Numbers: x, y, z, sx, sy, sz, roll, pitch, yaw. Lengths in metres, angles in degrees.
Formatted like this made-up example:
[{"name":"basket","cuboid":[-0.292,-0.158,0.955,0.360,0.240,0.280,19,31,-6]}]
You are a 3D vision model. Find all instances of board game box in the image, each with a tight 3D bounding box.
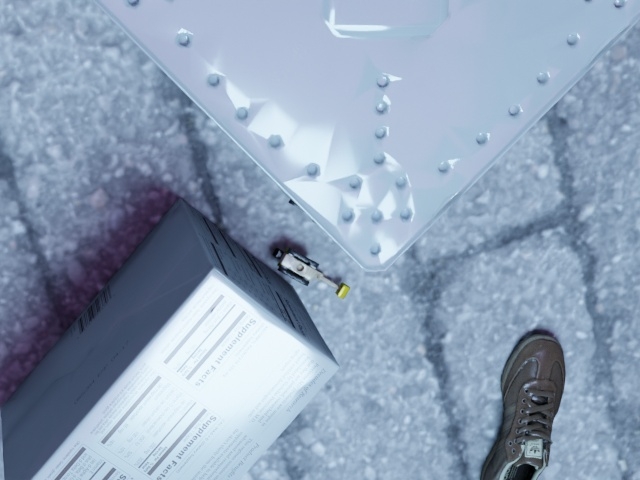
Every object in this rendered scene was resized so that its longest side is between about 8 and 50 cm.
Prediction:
[{"name":"board game box","cuboid":[0.052,-0.234,1.265,0.390,0.050,0.390,-45,110,2]}]

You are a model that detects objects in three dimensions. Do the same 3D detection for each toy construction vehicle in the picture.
[{"name":"toy construction vehicle","cuboid":[0.000,0.000,1.362,0.098,0.035,0.086,27,92,-21]}]

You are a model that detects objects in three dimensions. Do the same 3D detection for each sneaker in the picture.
[{"name":"sneaker","cuboid":[0.210,0.188,1.454,0.066,0.071,0.188,6,108,-15]}]

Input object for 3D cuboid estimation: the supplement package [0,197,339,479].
[{"name":"supplement package","cuboid":[-0.138,0.129,1.277,0.145,0.204,0.262,39,96,-21]}]
